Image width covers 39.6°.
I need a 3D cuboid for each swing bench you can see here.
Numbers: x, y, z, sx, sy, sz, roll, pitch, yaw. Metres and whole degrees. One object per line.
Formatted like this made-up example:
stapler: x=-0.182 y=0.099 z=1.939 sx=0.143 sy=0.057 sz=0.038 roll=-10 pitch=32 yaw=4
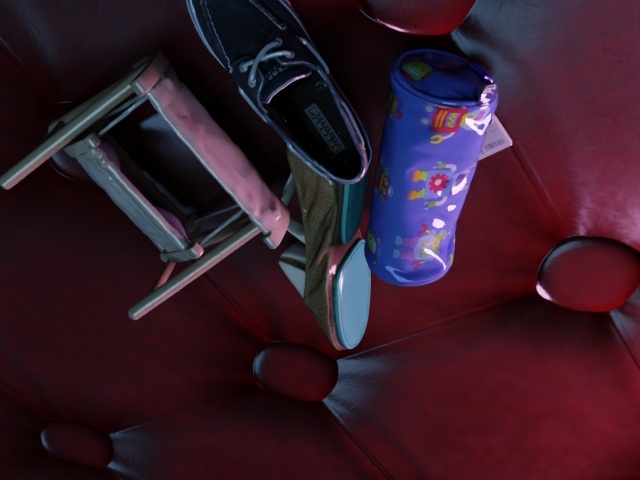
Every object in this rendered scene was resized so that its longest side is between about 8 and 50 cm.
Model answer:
swing bench: x=-0.203 y=-0.077 z=1.115 sx=0.254 sy=0.165 sz=0.253 roll=-28 pitch=114 yaw=25

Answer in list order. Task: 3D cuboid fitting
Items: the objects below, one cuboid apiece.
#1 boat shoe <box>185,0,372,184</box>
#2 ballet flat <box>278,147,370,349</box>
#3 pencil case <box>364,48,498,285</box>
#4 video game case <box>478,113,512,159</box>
boat shoe: x=-0.047 y=-0.186 z=0.996 sx=0.108 sy=0.102 sz=0.301 roll=-34 pitch=100 yaw=8
ballet flat: x=0.000 y=0.000 z=1.203 sx=0.124 sy=0.116 sz=0.343 roll=17 pitch=134 yaw=23
pencil case: x=0.130 y=-0.085 z=1.075 sx=0.133 sy=0.119 sz=0.306 roll=-7 pitch=134 yaw=-15
video game case: x=0.170 y=-0.147 z=1.100 sx=0.087 sy=0.011 sz=0.122 roll=-24 pitch=123 yaw=28
